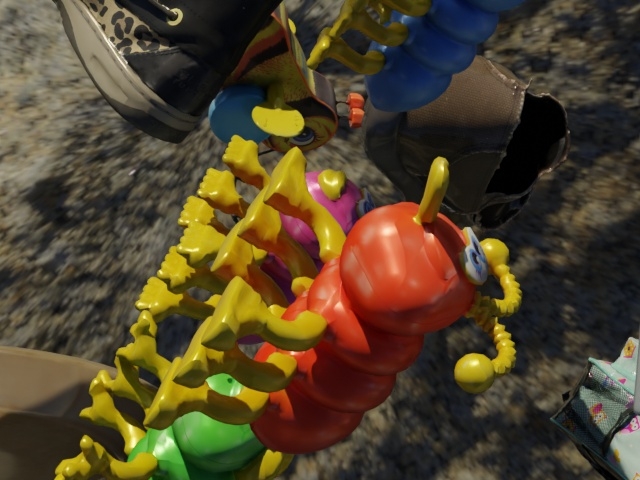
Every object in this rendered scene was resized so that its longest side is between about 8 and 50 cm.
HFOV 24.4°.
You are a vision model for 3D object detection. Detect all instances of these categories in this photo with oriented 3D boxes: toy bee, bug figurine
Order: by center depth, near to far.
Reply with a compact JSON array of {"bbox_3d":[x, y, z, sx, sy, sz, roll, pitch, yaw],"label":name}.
[{"bbox_3d":[0.000,0.000,0.498,0.072,0.279,0.216,34,126,-10],"label":"bug figurine"},{"bbox_3d":[-0.038,-0.161,1.544,0.162,0.298,0.195,-9,66,2],"label":"toy bee"}]

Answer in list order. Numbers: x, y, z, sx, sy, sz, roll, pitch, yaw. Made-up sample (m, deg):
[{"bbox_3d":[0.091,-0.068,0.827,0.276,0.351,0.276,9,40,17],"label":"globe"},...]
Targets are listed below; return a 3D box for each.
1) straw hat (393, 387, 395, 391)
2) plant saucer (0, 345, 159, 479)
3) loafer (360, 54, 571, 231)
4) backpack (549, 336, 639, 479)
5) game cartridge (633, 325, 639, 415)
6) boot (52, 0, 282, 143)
[{"bbox_3d":[0.026,0.094,1.455,0.061,0.144,0.144,-16,96,2],"label":"straw hat"},{"bbox_3d":[-0.200,0.096,0.659,0.278,0.278,0.041,1,101,-3],"label":"plant saucer"},{"bbox_3d":[0.138,-0.067,1.215,0.130,0.366,0.133,16,90,18],"label":"loafer"},{"bbox_3d":[0.338,0.189,1.393,0.166,0.188,0.144,25,108,-36],"label":"backpack"},{"bbox_3d":[0.343,0.036,0.960,0.062,0.297,0.198,0,93,-47],"label":"game cartridge"},{"bbox_3d":[-0.133,-0.309,1.320,0.284,0.138,0.377,-41,61,22],"label":"boot"}]
